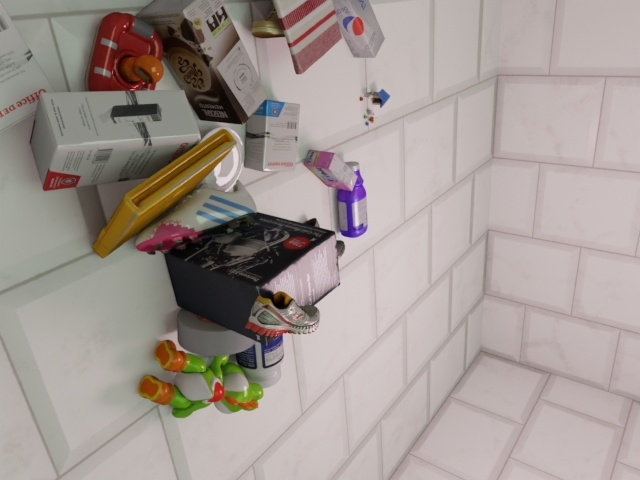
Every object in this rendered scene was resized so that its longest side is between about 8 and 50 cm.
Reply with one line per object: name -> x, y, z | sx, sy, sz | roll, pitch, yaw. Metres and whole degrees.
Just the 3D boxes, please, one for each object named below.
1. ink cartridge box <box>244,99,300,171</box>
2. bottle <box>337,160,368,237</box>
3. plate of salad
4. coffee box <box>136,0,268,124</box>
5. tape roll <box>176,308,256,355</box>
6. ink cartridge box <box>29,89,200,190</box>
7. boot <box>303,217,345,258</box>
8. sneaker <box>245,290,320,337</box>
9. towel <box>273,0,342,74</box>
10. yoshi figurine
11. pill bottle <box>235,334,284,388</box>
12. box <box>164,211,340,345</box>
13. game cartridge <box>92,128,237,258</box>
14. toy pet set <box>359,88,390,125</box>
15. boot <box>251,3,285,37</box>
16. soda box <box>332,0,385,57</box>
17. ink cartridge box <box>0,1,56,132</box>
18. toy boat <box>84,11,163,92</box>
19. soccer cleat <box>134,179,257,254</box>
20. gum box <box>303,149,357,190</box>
ink cartridge box -> -0.143, -0.309, 1.532 | 0.148, 0.086, 0.202 | -10, 110, -52
bottle -> 0.120, -0.154, 1.947 | 0.118, 0.092, 0.282 | -34, 127, -45
plate of salad -> -0.282, -0.213, 1.406 | 0.200, 0.048, 0.199 | -39, 142, -40
coffee box -> -0.273, -0.434, 1.237 | 0.118, 0.168, 0.297 | -56, 140, -27
tape roll -> -0.279, 0.232, 1.412 | 0.219, 0.219, 0.072 | -17, 115, -51
ink cartridge box -> -0.409, -0.201, 1.033 | 0.273, 0.197, 0.114 | -13, 80, -37
boot -> 0.002, 0.000, 1.868 | 0.189, 0.076, 0.208 | -52, 132, -34
sneaker -> -0.072, 0.166, 1.195 | 0.225, 0.088, 0.092 | 6, 97, -56
towel -> -0.051, -0.663, 1.428 | 0.237, 0.037, 0.328 | -52, 137, -34
yoshi figurine -> -0.334, 0.404, 1.485 | 0.362, 0.204, 0.202 | 31, 35, -40
pill bottle -> -0.193, 0.320, 1.621 | 0.153, 0.153, 0.264 | -27, 123, -48
box -> -0.176, 0.078, 1.393 | 0.313, 0.344, 0.178 | -37, 131, -43
game cartridge -> -0.352, -0.098, 1.140 | 0.052, 0.324, 0.285 | 51, 53, -10
toy pet set -> 0.216, -0.518, 1.981 | 0.114, 0.065, 0.122 | -51, 138, -32
boot -> -0.108, -0.678, 1.447 | 0.262, 0.095, 0.203 | -33, 127, -47
soda box -> 0.116, -0.752, 1.738 | 0.098, 0.091, 0.286 | -63, 143, -18
ink cartridge box -> -0.596, -0.310, 0.892 | 0.160, 0.093, 0.219 | -48, 137, -34
toy boat -> -0.396, -0.363, 1.103 | 0.151, 0.151, 0.230 | 11, 92, -55
soccer cleat -> -0.326, -0.066, 1.332 | 0.332, 0.116, 0.143 | -19, 82, -31
gum box -> 0.040, -0.240, 1.793 | 0.188, 0.107, 0.062 | 36, 72, -53
